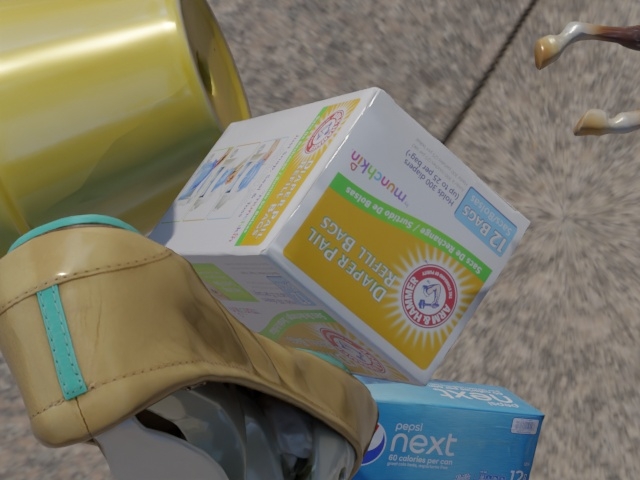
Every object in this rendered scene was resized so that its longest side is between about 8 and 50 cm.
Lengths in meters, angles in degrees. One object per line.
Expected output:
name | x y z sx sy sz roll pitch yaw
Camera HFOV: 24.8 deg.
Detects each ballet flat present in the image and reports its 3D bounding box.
ballet flat | -0.036 0.067 0.491 0.080 0.232 0.073 -26 61 15

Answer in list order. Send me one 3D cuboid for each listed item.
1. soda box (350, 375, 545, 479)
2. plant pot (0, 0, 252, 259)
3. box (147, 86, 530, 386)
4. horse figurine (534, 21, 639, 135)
soda box | 0.053 0.139 1.071 0.210 0.071 0.067 8 100 -21
plant pot | -0.188 -0.093 1.129 0.239 0.254 0.254 -19 88 10
box | 0.000 0.000 0.785 0.114 0.203 0.103 39 75 -18
horse figurine | 0.182 -0.135 0.693 0.174 0.066 0.263 -3 67 -11
